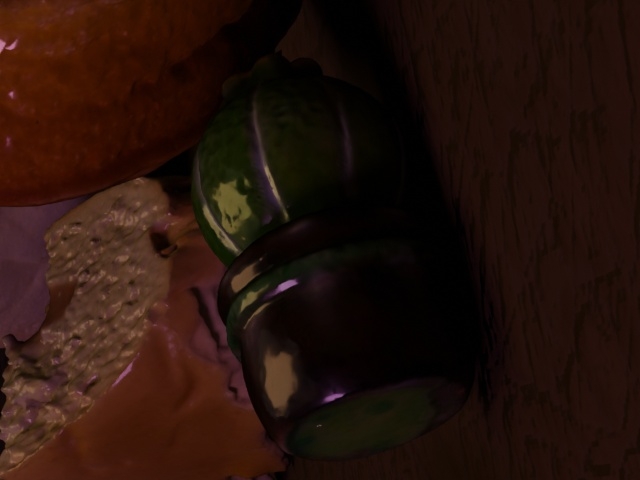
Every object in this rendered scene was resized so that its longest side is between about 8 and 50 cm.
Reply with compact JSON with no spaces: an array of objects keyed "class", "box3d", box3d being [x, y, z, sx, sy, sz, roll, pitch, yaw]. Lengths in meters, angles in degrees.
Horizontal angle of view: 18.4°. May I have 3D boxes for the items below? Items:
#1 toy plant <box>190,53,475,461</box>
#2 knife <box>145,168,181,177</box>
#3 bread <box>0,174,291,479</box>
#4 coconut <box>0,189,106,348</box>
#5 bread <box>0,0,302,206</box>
[{"class":"toy plant","box3d":[0.000,0.000,0.774,0.093,0.093,0.162,95,161,-60]},{"class":"knife","box3d":[-0.132,-0.041,1.649,0.247,0.018,0.035,-172,72,-78]},{"class":"bread","box3d":[-0.079,0.063,1.332,0.211,0.224,0.183,-36,51,33]},{"class":"coconut","box3d":[-0.305,-0.105,1.604,0.415,0.345,0.415,-62,-6,-12]},{"class":"bread","box3d":[-0.114,-0.120,0.846,0.269,0.195,0.142,-51,-23,-45]}]
